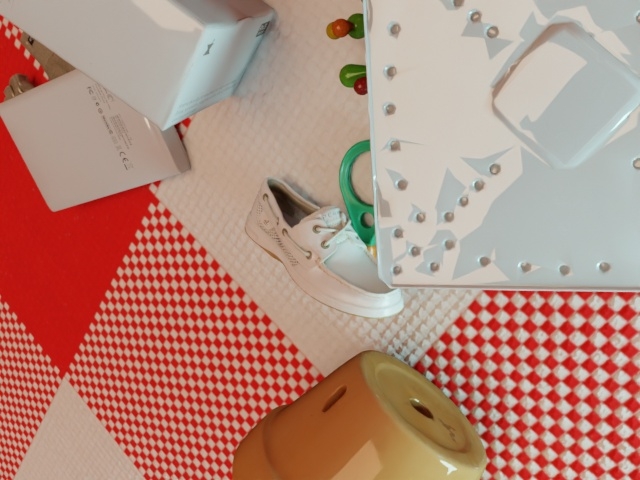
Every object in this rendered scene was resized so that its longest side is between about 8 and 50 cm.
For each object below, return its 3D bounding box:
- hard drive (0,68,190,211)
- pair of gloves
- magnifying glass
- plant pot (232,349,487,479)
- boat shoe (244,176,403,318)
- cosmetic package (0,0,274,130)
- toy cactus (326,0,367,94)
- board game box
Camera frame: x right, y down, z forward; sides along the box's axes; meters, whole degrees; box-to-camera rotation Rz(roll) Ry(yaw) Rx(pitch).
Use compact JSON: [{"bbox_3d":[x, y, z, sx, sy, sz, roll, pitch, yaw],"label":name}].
[{"bbox_3d":[-0.376,-0.172,1.080,0.307,0.040,0.203,-11,110,30],"label":"hard drive"},{"bbox_3d":[-0.463,-0.244,1.154,0.204,0.042,0.240,48,129,7],"label":"pair of gloves"},{"bbox_3d":[0.064,-0.019,0.883,0.092,0.026,0.231,13,107,30],"label":"magnifying glass"},{"bbox_3d":[0.065,0.276,0.821,0.291,0.291,0.204,41,104,18],"label":"plant pot"},{"bbox_3d":[0.000,0.000,0.857,0.277,0.098,0.096,34,124,34],"label":"boat shoe"},{"bbox_3d":[-0.277,-0.332,0.853,0.385,0.217,0.156,38,120,2],"label":"cosmetic package"},{"bbox_3d":[0.113,-0.236,0.759,0.180,0.112,0.219,47,114,3],"label":"toy cactus"},{"bbox_3d":[0.243,-0.144,0.660,0.389,0.050,0.390,-1,102,17],"label":"board game box"}]
